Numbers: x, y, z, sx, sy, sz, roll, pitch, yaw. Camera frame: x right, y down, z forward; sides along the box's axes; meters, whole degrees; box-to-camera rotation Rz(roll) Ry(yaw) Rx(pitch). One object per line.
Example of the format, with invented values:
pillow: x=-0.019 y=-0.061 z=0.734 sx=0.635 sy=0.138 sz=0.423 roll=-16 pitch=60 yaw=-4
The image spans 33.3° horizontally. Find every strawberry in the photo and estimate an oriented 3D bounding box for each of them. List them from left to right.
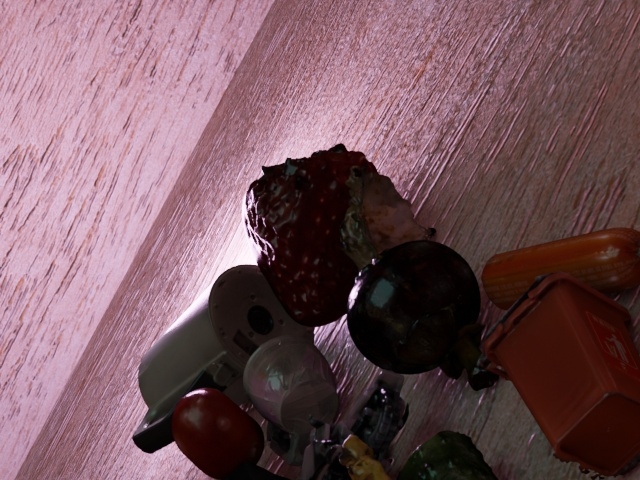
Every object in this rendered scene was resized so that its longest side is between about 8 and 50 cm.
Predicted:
strawberry: x=0.000 y=0.000 z=2.166 sx=0.318 sy=0.295 sz=0.344 roll=-17 pitch=80 yaw=35

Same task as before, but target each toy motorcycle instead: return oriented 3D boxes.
toy motorcycle: x=0.053 y=0.328 z=1.753 sx=0.188 sy=0.143 sz=0.327 roll=-86 pitch=18 yaw=-50

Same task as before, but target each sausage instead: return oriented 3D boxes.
sausage: x=0.365 y=0.040 z=1.535 sx=0.312 sy=0.093 sz=0.093 roll=-17 pitch=48 yaw=57

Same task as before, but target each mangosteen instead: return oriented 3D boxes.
mangosteen: x=0.174 y=0.136 z=1.712 sx=0.289 sy=0.231 sz=0.231 roll=49 pitch=113 yaw=25

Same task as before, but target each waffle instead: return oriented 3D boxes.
waffle: x=0.096 y=0.388 z=1.490 sx=0.060 sy=0.262 sz=0.280 roll=-28 pitch=-18 yaw=-9

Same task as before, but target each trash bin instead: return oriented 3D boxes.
trash bin: x=0.322 y=0.181 z=1.377 sx=0.184 sy=0.161 sz=0.238 roll=-50 pitch=29 yaw=24

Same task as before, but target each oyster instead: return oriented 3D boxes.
oyster: x=0.129 y=0.022 z=1.955 sx=0.133 sy=0.198 sz=0.337 roll=-47 pitch=45 yaw=41

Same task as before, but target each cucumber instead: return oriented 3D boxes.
cucumber: x=0.207 y=0.368 z=1.431 sx=0.134 sy=0.134 sz=0.244 roll=-57 pitch=27 yaw=8

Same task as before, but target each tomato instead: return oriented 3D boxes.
tomato: x=-0.196 y=0.365 z=2.011 sx=0.136 sy=0.195 sz=0.195 roll=-49 pitch=22 yaw=-10

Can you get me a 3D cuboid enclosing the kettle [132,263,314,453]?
kettle: x=-0.234 y=0.278 z=2.258 sx=0.377 sy=0.250 sz=0.361 roll=-40 pitch=17 yaw=44

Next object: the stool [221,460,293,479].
stool: x=-0.122 y=0.519 z=1.899 sx=0.232 sy=0.141 sz=0.232 roll=-44 pitch=28 yaw=32

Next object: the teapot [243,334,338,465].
teapot: x=-0.062 y=0.305 z=2.006 sx=0.221 sy=0.163 sz=0.178 roll=-59 pitch=28 yaw=7
